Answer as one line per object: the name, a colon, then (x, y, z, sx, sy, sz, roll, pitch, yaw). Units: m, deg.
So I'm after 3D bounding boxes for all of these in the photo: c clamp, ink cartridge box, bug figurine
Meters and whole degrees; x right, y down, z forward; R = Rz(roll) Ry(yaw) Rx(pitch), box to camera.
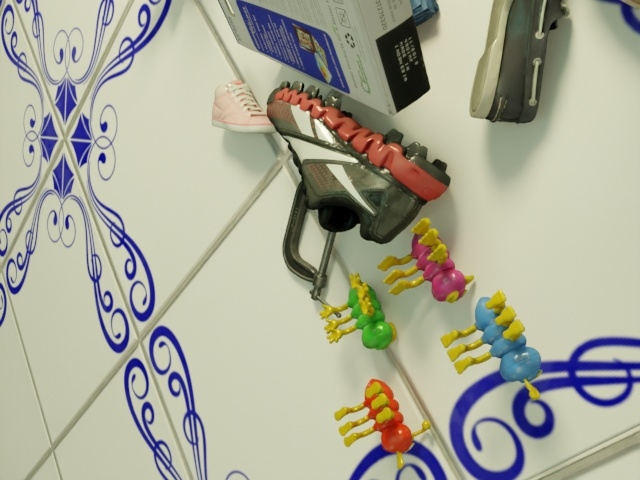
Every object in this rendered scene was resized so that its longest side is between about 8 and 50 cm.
c clamp: (0.000, 0.000, 0.804, 0.137, 0.022, 0.161, 26, 111, 46)
ink cartridge box: (-0.031, -0.275, 0.701, 0.371, 0.069, 0.176, 37, 159, 47)
bug figurine: (0.107, 0.107, 0.666, 0.279, 0.072, 0.216, -46, 55, 40)

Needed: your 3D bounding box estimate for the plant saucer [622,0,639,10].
plant saucer: (0.334, -0.311, 0.448, 0.310, 0.050, 0.311, 2, 93, 45)

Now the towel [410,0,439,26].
towel: (0.077, -0.265, 0.710, 0.119, 0.029, 0.067, -17, 79, 43)

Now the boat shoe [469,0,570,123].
boat shoe: (0.198, -0.212, 0.590, 0.064, 0.075, 0.206, 14, 98, -1)

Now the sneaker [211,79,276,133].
sneaker: (-0.111, -0.190, 0.879, 0.134, 0.050, 0.070, 22, 112, 46)

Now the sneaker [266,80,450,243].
sneaker: (0.013, -0.089, 0.718, 0.276, 0.097, 0.135, 38, 100, 36)
